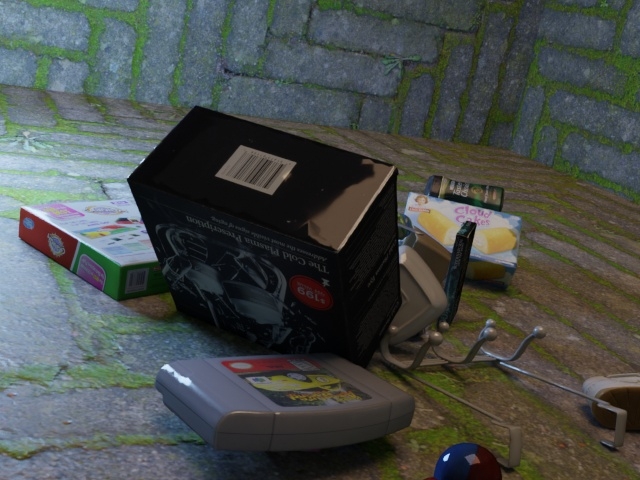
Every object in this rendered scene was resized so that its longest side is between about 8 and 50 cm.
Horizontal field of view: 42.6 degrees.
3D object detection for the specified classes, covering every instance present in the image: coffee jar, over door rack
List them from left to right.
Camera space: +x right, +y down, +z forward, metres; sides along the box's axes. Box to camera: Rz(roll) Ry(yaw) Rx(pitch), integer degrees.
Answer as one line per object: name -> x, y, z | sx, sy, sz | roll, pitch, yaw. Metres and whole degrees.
coffee jar -> 0.335, -0.095, 1.934 | 0.184, 0.079, 0.096 | 11, 50, 7
over door rack -> 0.277, 0.202, 1.251 | 0.239, 0.108, 0.324 | 0, 20, -31

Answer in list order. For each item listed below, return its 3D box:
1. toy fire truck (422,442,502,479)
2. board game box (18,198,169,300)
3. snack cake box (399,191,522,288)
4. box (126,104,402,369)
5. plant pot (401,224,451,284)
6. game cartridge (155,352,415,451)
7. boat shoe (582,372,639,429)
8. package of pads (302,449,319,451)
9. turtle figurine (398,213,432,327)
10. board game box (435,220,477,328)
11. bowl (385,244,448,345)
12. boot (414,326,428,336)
toy fire truck -> 0.064, 0.282, 0.582 | 0.169, 0.254, 0.302 | 22, 19, 29
board game box -> -0.366, 0.006, 1.517 | 0.316, 0.064, 0.242 | 25, 21, 36
snack cake box -> 0.311, -0.002, 1.854 | 0.264, 0.089, 0.152 | 13, 54, 5
box -> -0.067, 0.008, 1.227 | 0.343, 0.312, 0.179 | 19, 55, 23
plant pot -> 0.218, 0.047, 1.739 | 0.096, 0.109, 0.109 | 24, 16, -6
game cartridge -> -0.034, 0.199, 1.031 | 0.294, 0.060, 0.196 | 3, 15, -37
boat shoe -> 0.553, 0.249, 1.302 | 0.277, 0.098, 0.096 | 9, 18, -6
package of pads -> -0.042, 0.240, 1.033 | 0.083, 0.032, 0.050 | 8, 13, -14
turtle figurine -> 0.054, 0.021, 1.508 | 0.266, 0.198, 0.275 | -10, 54, -3
board game box -> 0.256, 0.064, 1.544 | 0.026, 0.186, 0.126 | 14, 16, 15
bowl -> 0.129, 0.094, 1.371 | 0.142, 0.142, 0.053 | 54, 7, 3
boot -> 0.092, 0.135, 1.441 | 0.190, 0.069, 0.086 | 28, 53, 7
